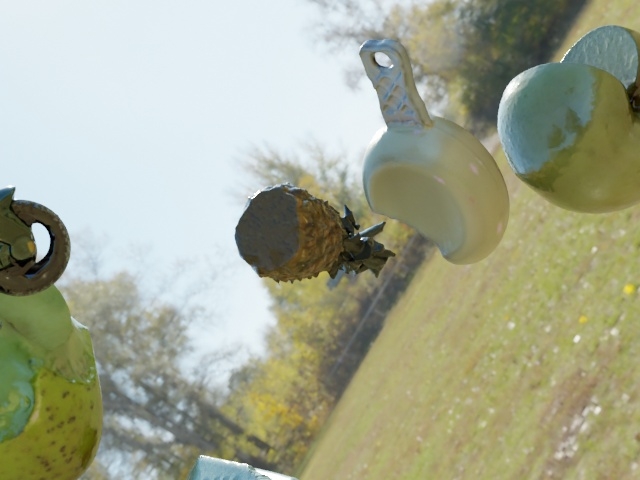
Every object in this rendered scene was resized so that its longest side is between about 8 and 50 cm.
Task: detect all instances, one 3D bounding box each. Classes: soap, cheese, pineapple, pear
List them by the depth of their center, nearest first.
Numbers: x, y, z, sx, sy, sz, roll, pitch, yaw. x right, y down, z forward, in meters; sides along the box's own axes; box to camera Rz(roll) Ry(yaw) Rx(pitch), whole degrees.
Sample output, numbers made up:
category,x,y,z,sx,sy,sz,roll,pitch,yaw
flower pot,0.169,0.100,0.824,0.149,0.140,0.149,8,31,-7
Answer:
category,x,y,z,sx,sy,sz,roll,pitch,yaw
cheese,0.115,-0.085,0.899,0.071,0.163,0.249,-52,-27,-32
pear,-0.370,0.171,0.942,0.286,0.282,0.176,-43,9,7
soap,-0.104,0.327,1.081,0.198,0.063,0.114,-15,57,58
pineapple,0.000,0.001,1.172,0.248,0.128,0.128,11,-68,-56

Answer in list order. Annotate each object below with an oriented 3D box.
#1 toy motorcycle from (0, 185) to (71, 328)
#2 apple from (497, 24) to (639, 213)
category,x,y,z,sx,sy,sz,roll,pitch,yaw
toy motorcycle,-0.341,0.038,0.682,0.274,0.187,0.125,-48,13,-17
apple,0.424,-0.184,1.399,0.292,0.292,0.254,-57,9,-24
